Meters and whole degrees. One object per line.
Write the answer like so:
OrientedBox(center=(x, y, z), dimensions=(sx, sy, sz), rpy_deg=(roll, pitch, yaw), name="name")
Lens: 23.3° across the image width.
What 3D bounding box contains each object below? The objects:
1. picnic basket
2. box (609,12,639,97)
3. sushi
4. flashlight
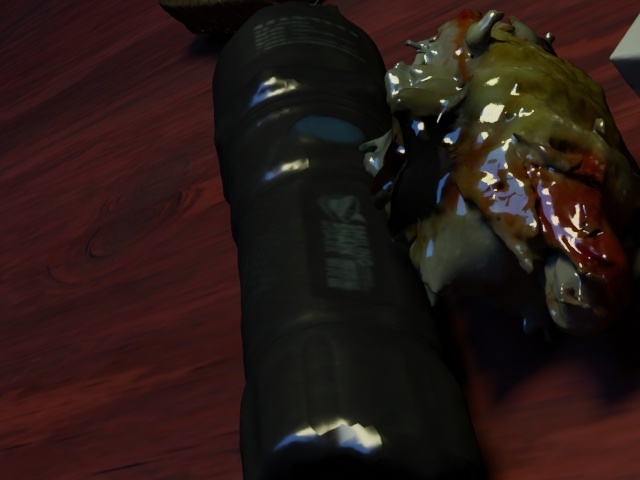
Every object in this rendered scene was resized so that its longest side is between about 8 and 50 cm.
OrientedBox(center=(-0.048, -0.201, 1.178), dimensions=(0.110, 0.055, 0.193), rpy_deg=(-48, 23, -12), name="picnic basket")
OrientedBox(center=(0.235, -0.161, 0.666), dimensions=(0.245, 0.035, 0.139), rpy_deg=(-54, 25, -20), name="box")
OrientedBox(center=(0.072, -0.033, 0.632), dimensions=(0.103, 0.097, 0.226), rpy_deg=(-34, 27, 11), name="sushi")
OrientedBox(center=(0.000, 0.000, 0.704), dimensions=(0.103, 0.103, 0.424), rpy_deg=(-38, 24, 14), name="flashlight")
